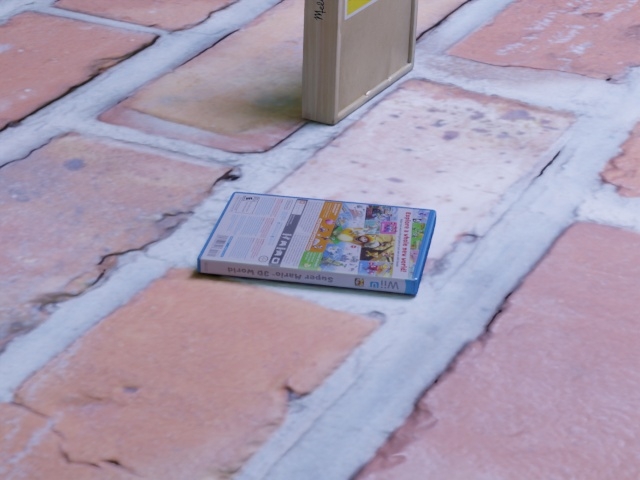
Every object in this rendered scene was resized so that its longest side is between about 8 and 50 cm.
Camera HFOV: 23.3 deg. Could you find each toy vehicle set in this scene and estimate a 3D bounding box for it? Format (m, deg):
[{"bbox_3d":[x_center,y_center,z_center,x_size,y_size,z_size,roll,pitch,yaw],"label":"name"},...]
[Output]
[{"bbox_3d":[0.041,-0.257,1.413,0.035,0.267,0.166,16,31,25],"label":"toy vehicle set"}]

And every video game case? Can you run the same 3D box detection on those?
[{"bbox_3d":[0.000,0.000,1.194,0.166,0.015,0.119,5,28,9],"label":"video game case"}]
